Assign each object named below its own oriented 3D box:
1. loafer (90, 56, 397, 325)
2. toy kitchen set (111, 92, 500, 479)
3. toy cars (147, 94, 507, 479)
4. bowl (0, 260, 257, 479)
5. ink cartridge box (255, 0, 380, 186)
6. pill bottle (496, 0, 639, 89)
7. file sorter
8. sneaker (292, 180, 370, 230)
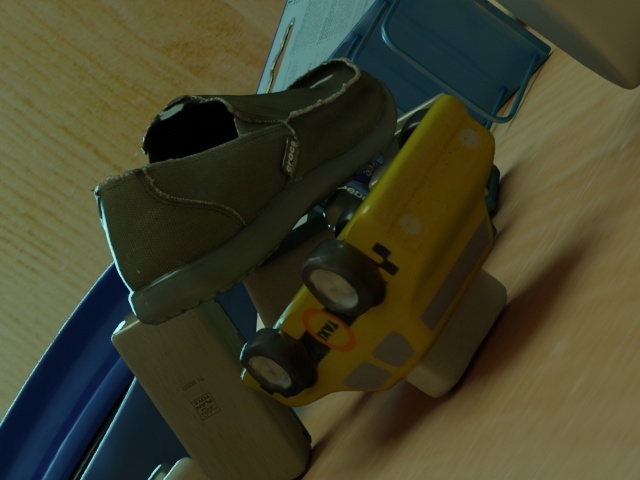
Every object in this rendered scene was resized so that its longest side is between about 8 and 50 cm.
[{"bbox_3d":[-0.037,-0.049,0.994,0.094,0.087,0.251,-26,12,32],"label":"loafer"},{"bbox_3d":[0.013,0.030,1.074,0.207,0.122,0.166,-30,11,14],"label":"toy kitchen set"},{"bbox_3d":[-0.022,0.104,0.874,0.393,0.087,0.176,-54,-1,17],"label":"toy cars"},{"bbox_3d":[-0.170,0.168,1.300,0.391,0.077,0.391,-52,16,22],"label":"bowl"},{"bbox_3d":[0.023,-0.164,1.677,0.330,0.071,0.324,175,114,-74],"label":"ink cartridge box"},{"bbox_3d":[0.183,-0.261,0.817,0.363,0.210,0.210,-52,5,5],"label":"pill bottle"},{"bbox_3d":[0.057,-0.092,1.322,0.170,0.118,0.104,-48,10,43],"label":"file sorter"},{"bbox_3d":[0.000,0.000,1.396,0.106,0.078,0.234,-54,3,4],"label":"sneaker"}]
